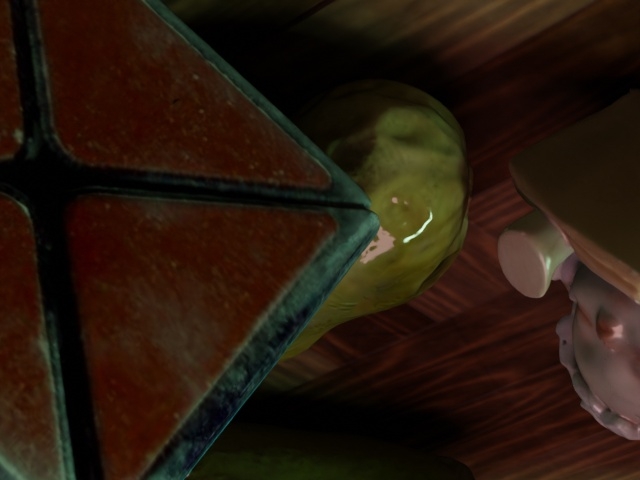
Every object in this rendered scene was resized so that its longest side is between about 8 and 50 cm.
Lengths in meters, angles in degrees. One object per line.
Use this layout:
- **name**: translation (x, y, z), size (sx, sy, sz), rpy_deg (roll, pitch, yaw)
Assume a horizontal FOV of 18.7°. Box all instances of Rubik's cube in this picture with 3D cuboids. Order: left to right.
- **Rubik's cube**: translation (-0.168, 0.031, 0.880), size (0.255, 0.259, 0.260), rpy_deg (44, 141, -3)

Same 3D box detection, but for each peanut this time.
- **peanut**: translation (0.000, 0.000, 1.012), size (0.110, 0.120, 0.236), rpy_deg (48, 144, 1)

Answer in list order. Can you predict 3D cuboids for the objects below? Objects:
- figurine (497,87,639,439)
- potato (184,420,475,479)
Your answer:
- **figurine**: translation (0.173, 0.034, 1.006), size (0.141, 0.162, 0.236), rpy_deg (-38, 147, -13)
- **potato**: translation (-0.065, 0.214, 1.247), size (0.351, 0.202, 0.218), rpy_deg (-16, 174, -6)
